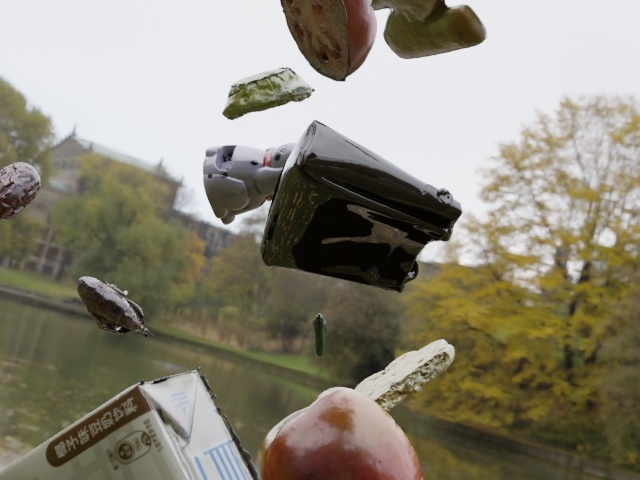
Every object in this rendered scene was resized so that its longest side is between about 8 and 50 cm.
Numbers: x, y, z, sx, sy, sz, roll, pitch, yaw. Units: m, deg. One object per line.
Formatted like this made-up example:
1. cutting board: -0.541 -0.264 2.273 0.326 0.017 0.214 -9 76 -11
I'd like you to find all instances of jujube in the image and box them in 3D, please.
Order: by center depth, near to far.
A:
1. jujube: -0.539 -0.085 1.554 0.077 0.077 0.129 13 36 10

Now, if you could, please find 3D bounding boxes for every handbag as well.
1. handbag: 0.053 -0.030 1.301 0.256 0.114 0.285 21 -34 -4

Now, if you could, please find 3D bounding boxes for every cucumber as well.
1. cucumber: -0.001 0.222 2.145 0.037 0.037 0.155 12 -46 14

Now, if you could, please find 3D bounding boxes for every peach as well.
1. peach: 0.034 0.384 1.398 0.275 0.248 0.245 47 21 2

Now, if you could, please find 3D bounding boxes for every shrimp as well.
1. shrimp: -0.366 0.126 1.606 0.190 0.075 0.073 41 0 -41

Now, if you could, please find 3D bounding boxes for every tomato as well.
1. tomato: 0.017 -0.358 1.372 0.085 0.225 0.225 -27 10 -22

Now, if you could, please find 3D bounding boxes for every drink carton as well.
1. drink carton: -0.227 0.288 0.881 0.324 0.194 0.132 -33 -13 15

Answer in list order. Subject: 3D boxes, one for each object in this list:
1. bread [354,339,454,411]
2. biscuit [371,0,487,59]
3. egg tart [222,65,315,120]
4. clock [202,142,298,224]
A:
1. bread: 0.140 0.267 1.689 0.039 0.250 0.182 57 -7 -3
2. biscuit: 0.191 -0.478 1.862 0.237 0.062 0.290 46 -19 -27
3. egg tart: -0.113 -0.301 1.821 0.197 0.078 0.197 -17 13 4
4. clock: -0.119 -0.147 2.035 0.253 0.189 0.189 -7 -12 12
